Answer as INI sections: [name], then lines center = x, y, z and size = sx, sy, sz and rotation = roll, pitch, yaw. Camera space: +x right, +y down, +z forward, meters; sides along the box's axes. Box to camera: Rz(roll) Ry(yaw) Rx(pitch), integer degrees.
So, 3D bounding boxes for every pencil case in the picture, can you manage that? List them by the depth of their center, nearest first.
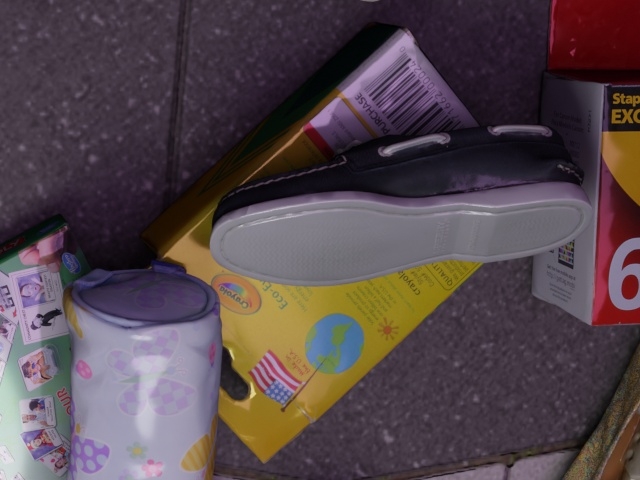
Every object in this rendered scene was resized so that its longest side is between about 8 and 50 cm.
[pencil case]
center = -0.143, 0.157, 1.295
size = 0.124, 0.113, 0.273
rotation = 7, 110, 10

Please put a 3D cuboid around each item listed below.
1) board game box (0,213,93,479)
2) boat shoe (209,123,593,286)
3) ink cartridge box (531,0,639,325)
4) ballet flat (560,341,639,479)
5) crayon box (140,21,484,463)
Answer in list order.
[board game box]
center = -0.228, 0.166, 1.373
size = 0.213, 0.046, 0.317
rotation = -29, 109, -9
[boat shoe]
center = 0.057, -0.033, 1.312
size = 0.302, 0.091, 0.114
rotation = -2, 146, -18
[ink cartridge box]
center = 0.350, -0.077, 1.457
size = 0.309, 0.130, 0.272
rotation = -3, 101, -17
[ballet flat]
center = 0.284, 0.218, 1.508
size = 0.123, 0.123, 0.349
rotation = 24, 94, -20
[crayon box]
center = 0.000, 0.000, 1.390
size = 0.318, 0.081, 0.202
rotation = -42, 110, -6
